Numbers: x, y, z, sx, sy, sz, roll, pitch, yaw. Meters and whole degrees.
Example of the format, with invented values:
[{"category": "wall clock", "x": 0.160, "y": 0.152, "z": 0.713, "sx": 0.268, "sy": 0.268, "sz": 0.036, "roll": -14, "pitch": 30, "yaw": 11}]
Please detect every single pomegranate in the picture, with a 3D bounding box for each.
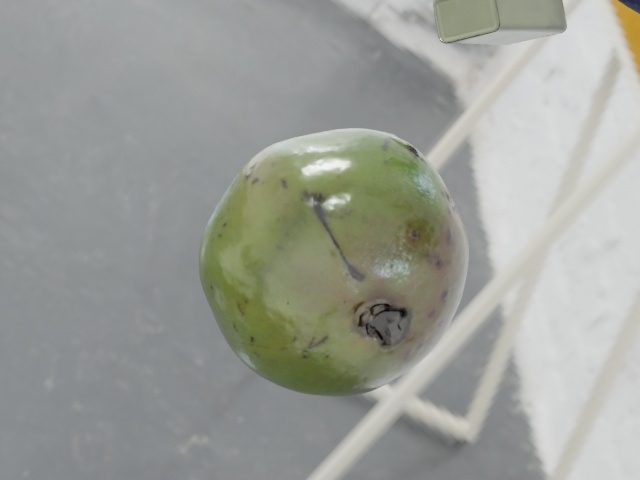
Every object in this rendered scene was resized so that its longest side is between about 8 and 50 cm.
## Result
[{"category": "pomegranate", "x": -0.006, "y": 0.012, "z": 1.192, "sx": 0.179, "sy": 0.179, "sz": 0.210, "roll": 17, "pitch": -6, "yaw": -37}]

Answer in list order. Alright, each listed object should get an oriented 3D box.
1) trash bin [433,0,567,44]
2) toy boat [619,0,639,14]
[{"category": "trash bin", "x": 0.133, "y": -0.170, "z": 1.326, "sx": 0.092, "sy": 0.061, "sz": 0.043, "roll": -9, "pitch": 91, "yaw": -53}, {"category": "toy boat", "x": 0.230, "y": -0.282, "z": 1.192, "sx": 0.072, "sy": 0.219, "sz": 0.318, "roll": -6, "pitch": 60, "yaw": -55}]
